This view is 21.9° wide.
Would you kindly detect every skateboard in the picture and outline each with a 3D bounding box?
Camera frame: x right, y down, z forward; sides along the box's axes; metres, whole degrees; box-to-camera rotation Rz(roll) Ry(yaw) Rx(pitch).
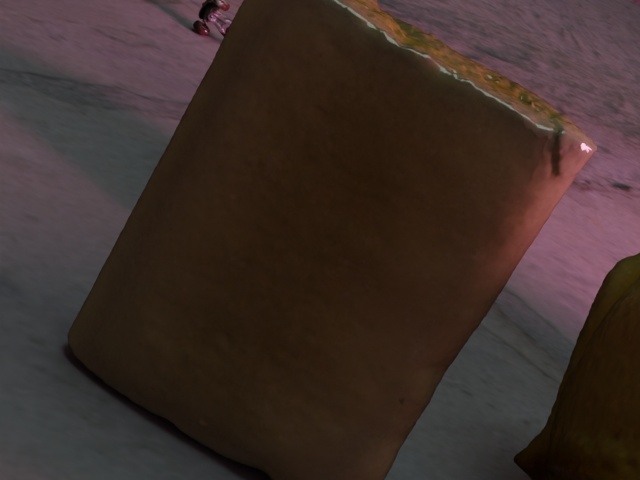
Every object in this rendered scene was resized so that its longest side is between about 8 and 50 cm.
[{"bbox_3d":[-0.061,-0.159,1.192,0.064,0.032,0.083,35,18,-19],"label":"skateboard"}]

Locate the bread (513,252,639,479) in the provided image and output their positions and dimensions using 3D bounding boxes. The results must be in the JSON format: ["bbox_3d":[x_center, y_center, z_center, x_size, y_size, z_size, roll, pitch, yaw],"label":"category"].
[{"bbox_3d":[0.216,0.103,0.677,0.270,0.148,0.270,21,-3,1],"label":"bread"}]

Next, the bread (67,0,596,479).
[{"bbox_3d":[0.000,0.000,0.616,0.139,0.178,0.060,33,19,2],"label":"bread"}]
